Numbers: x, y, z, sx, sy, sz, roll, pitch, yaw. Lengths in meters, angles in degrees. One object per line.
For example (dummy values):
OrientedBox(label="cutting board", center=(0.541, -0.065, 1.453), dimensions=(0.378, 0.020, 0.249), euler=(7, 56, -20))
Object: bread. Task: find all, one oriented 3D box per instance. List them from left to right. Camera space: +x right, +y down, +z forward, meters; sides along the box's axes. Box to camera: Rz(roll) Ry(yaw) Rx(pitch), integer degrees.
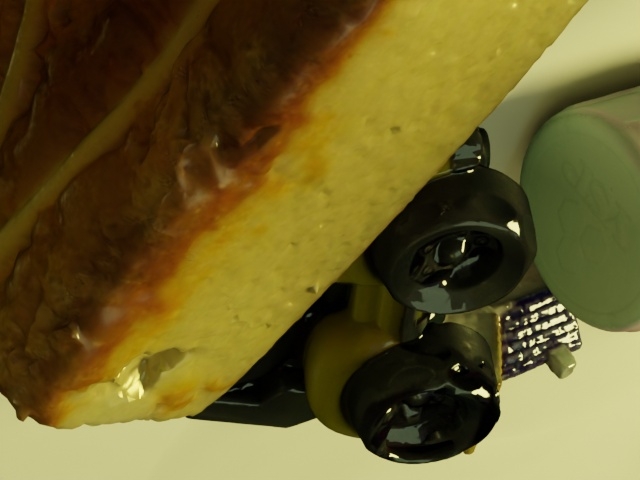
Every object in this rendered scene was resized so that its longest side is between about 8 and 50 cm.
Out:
OrientedBox(label="bread", center=(-0.035, -0.088, 0.611), dimensions=(0.275, 0.185, 0.114), euler=(-47, 153, 24))

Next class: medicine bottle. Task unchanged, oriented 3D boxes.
OrientedBox(label="medicine bottle", center=(0.209, -0.028, 0.997), dimensions=(0.168, 0.135, 0.135), euler=(-15, 146, -31))

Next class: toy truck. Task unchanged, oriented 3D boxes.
OrientedBox(label="toy truck", center=(0.000, 0.000, 0.842), dimensions=(0.165, 0.147, 0.224), euler=(-2, 141, -9))

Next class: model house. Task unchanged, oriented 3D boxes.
OrientedBox(label="model house", center=(0.090, 0.058, 1.040), dimensions=(0.100, 0.100, 0.088), euler=(-21, 149, -22))
